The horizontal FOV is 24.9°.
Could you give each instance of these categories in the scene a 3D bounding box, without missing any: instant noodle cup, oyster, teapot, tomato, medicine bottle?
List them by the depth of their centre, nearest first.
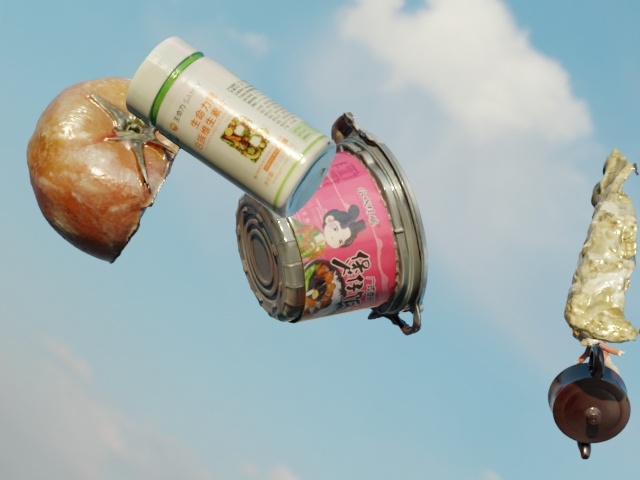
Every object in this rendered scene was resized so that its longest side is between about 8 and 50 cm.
[{"bbox_3d":[0.234,-0.003,1.203,0.061,0.200,0.106,2,-68,9],"label":"oyster"},{"bbox_3d":[0.227,0.136,1.216,0.068,0.045,0.100,3,-67,0],"label":"teapot"},{"bbox_3d":[-0.081,-0.103,1.325,0.183,0.086,0.086,34,-19,12],"label":"medicine bottle"},{"bbox_3d":[-0.244,-0.096,1.613,0.155,0.214,0.181,26,-45,-9],"label":"tomato"},{"bbox_3d":[0.000,0.000,1.882,0.302,0.181,0.258,67,-22,17],"label":"instant noodle cup"}]

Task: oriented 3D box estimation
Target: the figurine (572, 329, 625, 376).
[{"bbox_3d":[0.339,0.134,1.779,0.064,0.047,0.109,-18,-69,22],"label":"figurine"}]
